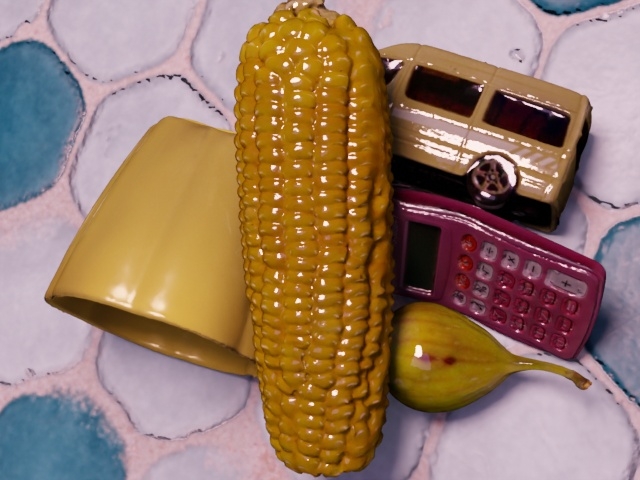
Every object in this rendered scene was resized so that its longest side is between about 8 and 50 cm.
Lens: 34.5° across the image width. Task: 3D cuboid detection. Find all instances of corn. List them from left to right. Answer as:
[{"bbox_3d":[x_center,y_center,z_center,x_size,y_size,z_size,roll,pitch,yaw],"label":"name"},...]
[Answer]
[{"bbox_3d":[0.000,0.000,0.771,0.120,0.120,0.363,-2,99,16],"label":"corn"}]

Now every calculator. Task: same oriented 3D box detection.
[{"bbox_3d":[0.130,0.024,0.824,0.190,0.126,0.034,22,54,16],"label":"calculator"}]

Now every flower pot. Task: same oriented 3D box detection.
[{"bbox_3d":[-0.111,0.001,0.867,0.195,0.195,0.179,12,73,18],"label":"flower pot"}]

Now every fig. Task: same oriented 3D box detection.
[{"bbox_3d":[0.123,0.111,0.828,0.166,0.093,0.093,24,89,12],"label":"fig"}]

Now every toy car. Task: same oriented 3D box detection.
[{"bbox_3d":[0.092,-0.096,0.859,0.256,0.101,0.124,21,80,17],"label":"toy car"}]
